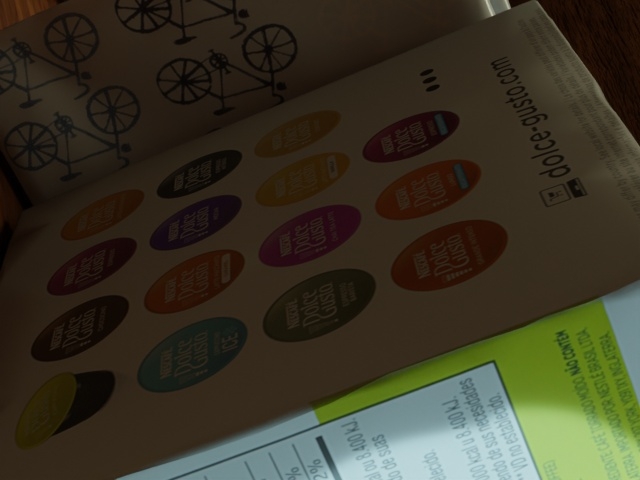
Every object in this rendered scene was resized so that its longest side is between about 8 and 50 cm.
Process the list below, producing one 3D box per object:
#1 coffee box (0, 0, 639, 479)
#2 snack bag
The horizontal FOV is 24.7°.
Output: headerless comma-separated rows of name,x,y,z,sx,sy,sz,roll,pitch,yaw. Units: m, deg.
coffee box,0.041,0.131,0.757,0.337,0.334,0.338,-97,164,-65
snack bag,-0.011,-0.029,0.901,0.037,0.323,0.342,-86,153,-62
